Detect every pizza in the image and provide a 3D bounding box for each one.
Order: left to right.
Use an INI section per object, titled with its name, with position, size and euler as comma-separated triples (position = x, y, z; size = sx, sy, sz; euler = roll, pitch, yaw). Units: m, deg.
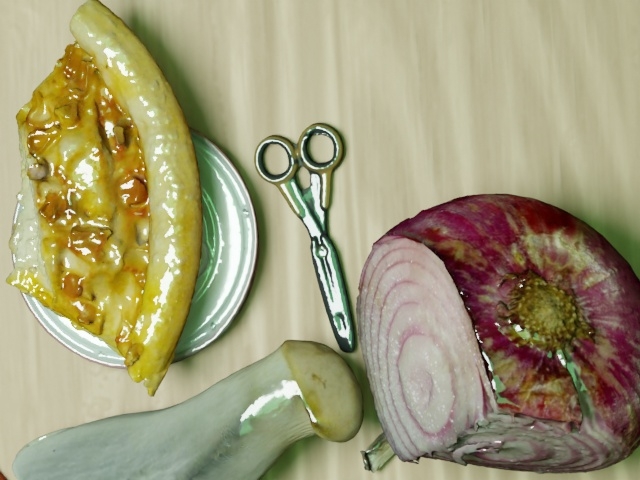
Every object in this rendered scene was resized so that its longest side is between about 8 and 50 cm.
[pizza]
position = -0.199, -0.039, 1.367
size = 0.182, 0.074, 0.365
euler = -3, 86, -2

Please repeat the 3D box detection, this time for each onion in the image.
[onion]
position = 0.175, 0.084, 1.315
size = 0.230, 0.272, 0.256
euler = -8, 94, -19

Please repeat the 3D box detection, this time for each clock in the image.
[clock]
position = -0.178, 0.002, 1.430
size = 0.244, 0.056, 0.244
euler = 0, 90, 6

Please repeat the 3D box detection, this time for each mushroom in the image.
[mushroom]
position = -0.120, 0.192, 1.383
size = 0.328, 0.122, 0.159
euler = -31, 95, 11

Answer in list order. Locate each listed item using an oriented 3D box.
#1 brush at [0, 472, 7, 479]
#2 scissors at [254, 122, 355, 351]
[brush]
position = -0.281, 0.313, 1.432
size = 0.051, 0.070, 0.323
euler = -39, 86, 8
[scissors]
position = 0.000, 0.000, 1.430
size = 0.088, 0.017, 0.220
euler = -14, 88, 6
